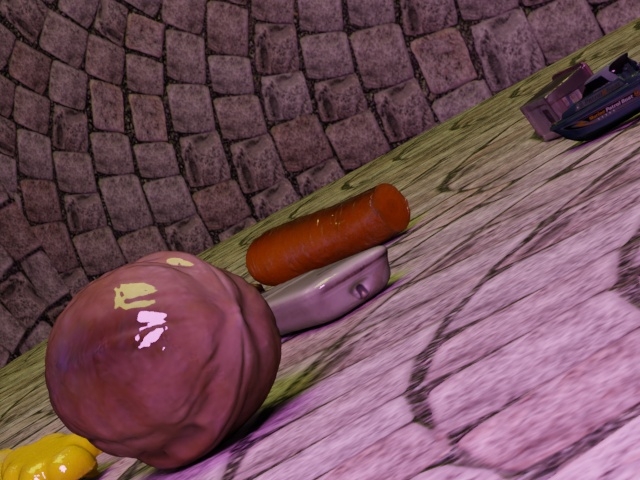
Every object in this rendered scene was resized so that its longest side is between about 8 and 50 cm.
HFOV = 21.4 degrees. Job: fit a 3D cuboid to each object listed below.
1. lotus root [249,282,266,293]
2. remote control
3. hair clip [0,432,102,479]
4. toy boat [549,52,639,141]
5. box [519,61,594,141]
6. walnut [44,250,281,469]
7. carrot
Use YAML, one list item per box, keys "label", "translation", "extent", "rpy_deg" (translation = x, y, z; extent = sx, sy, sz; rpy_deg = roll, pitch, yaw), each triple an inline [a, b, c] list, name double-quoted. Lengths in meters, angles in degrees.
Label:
- label: "lotus root"
  translation: [-0.140, 0.078, 1.668]
  extent: [0.191, 0.094, 0.108]
  rpy_deg: [-26, 39, 10]
- label: "remote control"
  translation: [-0.029, 0.057, 1.487]
  extent: [0.090, 0.038, 0.309]
  rpy_deg: [-32, 4, -25]
- label: "hair clip"
  translation: [-0.218, 0.177, 1.295]
  extent: [0.072, 0.046, 0.173]
  rpy_deg: [-37, 9, -30]
- label: "toy boat"
  translation: [0.264, -0.128, 1.573]
  extent: [0.055, 0.060, 0.141]
  rpy_deg: [-35, 3, -43]
- label: "box"
  translation: [0.260, -0.144, 1.812]
  extent: [0.063, 0.060, 0.085]
  rpy_deg: [-39, 6, -14]
- label: "walnut"
  translation: [-0.102, 0.076, 1.081]
  extent: [0.162, 0.140, 0.140]
  rpy_deg: [-40, -4, 40]
- label: "carrot"
  translation: [0.000, 0.000, 1.808]
  extent: [0.225, 0.067, 0.067]
  rpy_deg: [-24, 7, 45]
